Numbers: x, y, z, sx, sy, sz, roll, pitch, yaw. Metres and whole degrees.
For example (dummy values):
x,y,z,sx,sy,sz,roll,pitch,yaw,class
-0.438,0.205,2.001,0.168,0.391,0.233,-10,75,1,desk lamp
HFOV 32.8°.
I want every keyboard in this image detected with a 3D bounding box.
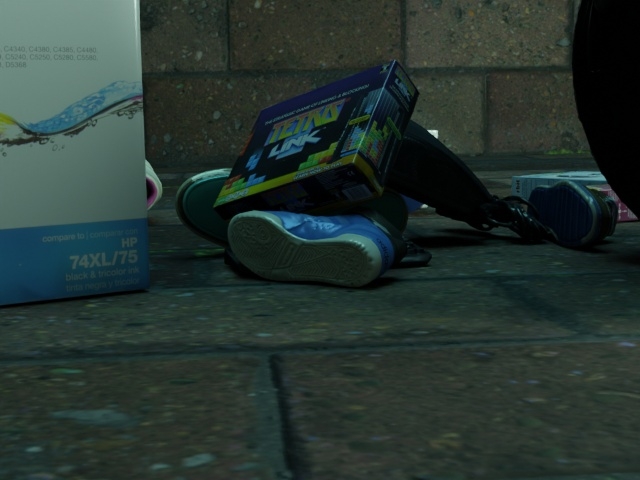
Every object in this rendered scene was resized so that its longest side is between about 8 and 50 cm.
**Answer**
x,y,z,sx,sy,sz,roll,pitch,yaw,class
0.003,0.011,1.013,0.180,0.023,0.108,-2,7,-15,keyboard

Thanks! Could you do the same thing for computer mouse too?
x,y,z,sx,sy,sz,roll,pitch,yaw,class
0.105,-0.082,1.160,0.272,0.072,0.188,22,0,-26,computer mouse

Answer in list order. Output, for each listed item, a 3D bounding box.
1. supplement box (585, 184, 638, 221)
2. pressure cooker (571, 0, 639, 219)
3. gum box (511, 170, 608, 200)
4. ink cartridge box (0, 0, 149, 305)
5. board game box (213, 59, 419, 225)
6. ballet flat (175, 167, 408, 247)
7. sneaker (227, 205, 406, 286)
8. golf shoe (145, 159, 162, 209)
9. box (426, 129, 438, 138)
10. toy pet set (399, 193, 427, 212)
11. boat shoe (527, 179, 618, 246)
x,y,z,sx,sy,sz,roll,pitch,yaw,class
0.359,-0.046,1.340,0.083,0.043,0.055,-4,7,-17,supplement box
0.484,-0.169,0.990,0.420,0.376,0.370,-11,12,-37,pressure cooker
0.403,-0.077,1.602,0.157,0.041,0.184,-8,10,-43,gum box
-0.271,-0.094,0.893,0.197,0.270,0.198,-5,8,-32,ink cartridge box
-0.004,-0.084,1.005,0.170,0.048,0.141,-15,40,37,board game box
-0.033,-0.030,1.126,0.248,0.086,0.086,6,4,-18,ballet flat
0.000,0.001,0.932,0.152,0.058,0.084,8,16,32,sneaker
-0.352,-0.071,1.403,0.306,0.115,0.140,-5,11,-22,golf shoe
0.071,-0.115,1.669,0.203,0.114,0.103,-3,7,-27,box
0.153,-0.055,1.488,0.114,0.065,0.122,36,-11,-31,toy pet set
0.275,-0.031,1.140,0.066,0.066,0.183,4,9,-7,boat shoe
